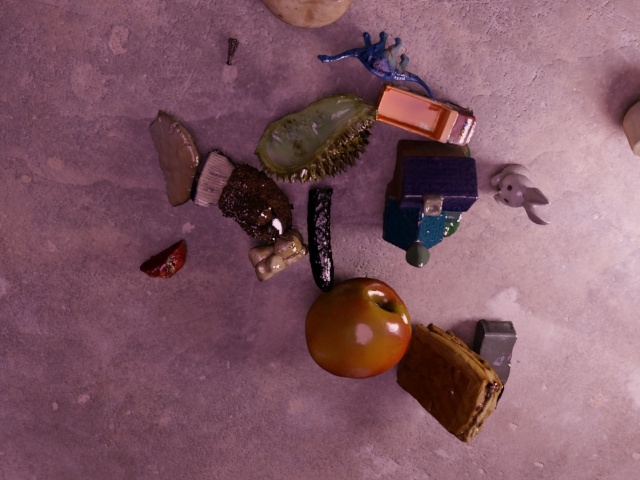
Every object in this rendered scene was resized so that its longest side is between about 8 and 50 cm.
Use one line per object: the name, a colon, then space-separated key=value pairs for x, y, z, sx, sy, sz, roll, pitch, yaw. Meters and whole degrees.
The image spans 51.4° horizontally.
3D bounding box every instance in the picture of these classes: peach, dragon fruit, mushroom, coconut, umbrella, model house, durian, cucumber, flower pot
peach: x=0.107 y=0.272 z=2.004 sx=0.308 sy=0.308 sz=0.332 roll=33 pitch=120 yaw=-14
dragon fruit: x=-0.467 y=0.081 z=2.006 sx=0.162 sy=0.106 sz=0.083 roll=-26 pitch=113 yaw=7
mushroom: x=-0.048 y=-0.640 z=1.665 sx=0.253 sy=0.195 sz=0.189 roll=27 pitch=144 yaw=-19
coconut: x=0.913 y=-0.319 z=1.814 sx=0.171 sy=0.171 sz=0.183 roll=-7 pitch=69 yaw=-3
umbrella: x=-0.239 y=-0.512 z=1.791 sx=0.031 sy=0.020 sz=0.083 roll=14 pitch=118 yaw=-6
model house: x=0.304 y=-0.097 z=1.841 sx=0.245 sy=0.280 sz=0.312 roll=4 pitch=115 yaw=-3
durian: x=-0.002 y=-0.270 z=1.831 sx=0.394 sy=0.163 sz=0.198 roll=-26 pitch=74 yaw=31
cucumber: x=0.000 y=0.000 z=1.945 sx=0.081 sy=0.072 sz=0.303 roll=0 pitch=91 yaw=0
flower pot: x=0.553 y=0.363 z=2.148 sx=0.108 sy=0.103 sz=0.229 roll=4 pitch=115 yaw=-2

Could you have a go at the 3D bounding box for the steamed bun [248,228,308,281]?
steamed bun: x=-0.132 y=0.039 z=1.956 sx=0.177 sy=0.192 sz=0.106 roll=-33 pitch=91 yaw=10

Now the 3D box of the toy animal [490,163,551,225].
toy animal: x=0.558 y=-0.125 z=1.868 sx=0.130 sy=0.221 sz=0.104 roll=0 pitch=119 yaw=-2

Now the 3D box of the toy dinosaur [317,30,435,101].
toy dinosaur: x=0.164 y=-0.478 z=1.739 sx=0.329 sy=0.076 sz=0.144 roll=18 pitch=71 yaw=-8

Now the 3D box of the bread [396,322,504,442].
bread: x=0.414 y=0.429 z=2.097 sx=0.324 sy=0.167 sz=0.277 roll=36 pitch=127 yaw=31

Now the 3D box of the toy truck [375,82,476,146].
toy truck: x=0.283 y=-0.343 z=1.809 sx=0.270 sy=0.135 sz=0.114 roll=17 pitch=112 yaw=-8

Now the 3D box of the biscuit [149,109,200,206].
biscuit: x=-0.400 y=-0.224 z=1.877 sx=0.141 sy=0.038 sz=0.290 roll=6 pitch=117 yaw=27

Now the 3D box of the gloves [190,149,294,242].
gloves: x=-0.207 y=-0.117 z=1.867 sx=0.312 sy=0.210 sz=0.135 roll=24 pitch=130 yaw=-9
